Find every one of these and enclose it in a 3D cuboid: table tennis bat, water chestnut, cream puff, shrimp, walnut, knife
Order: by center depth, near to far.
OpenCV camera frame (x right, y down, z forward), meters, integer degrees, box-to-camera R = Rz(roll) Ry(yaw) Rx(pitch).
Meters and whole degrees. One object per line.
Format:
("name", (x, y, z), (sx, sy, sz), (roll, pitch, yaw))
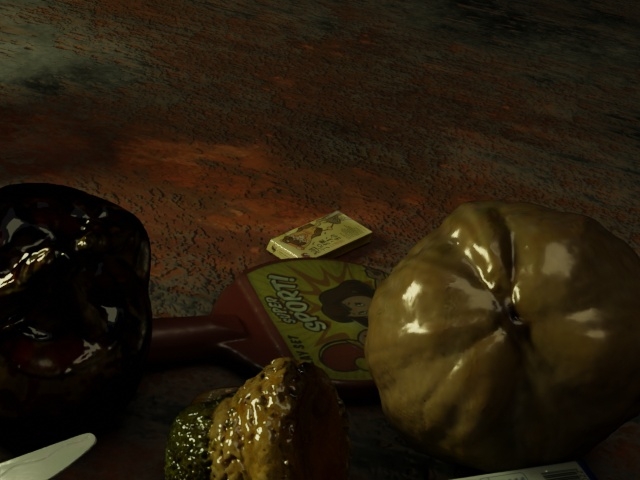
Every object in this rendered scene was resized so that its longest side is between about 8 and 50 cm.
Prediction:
("knife", (-0.322, 0.231, 0.977), (0.244, 0.032, 0.058), (-16, 35, -2))
("cream puff", (-0.072, 0.211, 1.054), (0.168, 0.183, 0.183), (-10, 26, 21))
("water chestnut", (-0.306, 0.066, 1.117), (0.289, 0.244, 0.289), (7, 29, -4))
("walnut", (0.201, 0.108, 1.132), (0.306, 0.306, 0.344), (15, -3, 9))
("shrimp", (-0.087, 0.198, 1.172), (0.091, 0.025, 0.127), (-11, 35, -32))
("table tennis bat", (-0.035, 0.108, 1.312), (0.414, 0.051, 0.268), (-3, 34, -24))

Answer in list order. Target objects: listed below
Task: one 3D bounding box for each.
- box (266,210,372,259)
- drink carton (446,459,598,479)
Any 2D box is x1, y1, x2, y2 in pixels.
("box", (0.000, 0.000, 1.513), (0.073, 0.020, 0.149), (32, 39, 31))
("drink carton", (0.119, 0.297, 0.972), (0.314, 0.131, 0.106), (-3, 33, -21))
